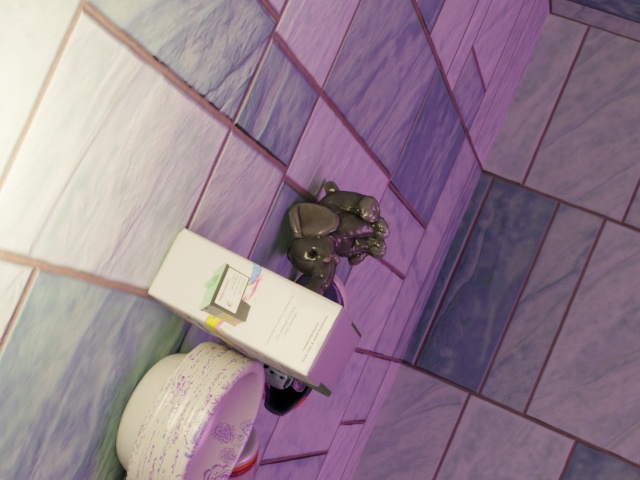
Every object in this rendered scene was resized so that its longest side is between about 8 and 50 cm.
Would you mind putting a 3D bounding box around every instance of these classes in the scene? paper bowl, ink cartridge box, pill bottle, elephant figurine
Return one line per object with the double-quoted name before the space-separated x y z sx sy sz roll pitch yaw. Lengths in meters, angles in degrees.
"paper bowl" -0.216 0.295 1.651 0.284 0.148 0.284 -57 160 -34
"ink cartridge box" -0.095 0.111 1.567 0.117 0.278 0.201 -61 163 -10
"pill bottle" -0.185 0.450 1.999 0.121 0.121 0.221 -50 157 -45
"elephant figurine" 0.000 0.000 1.968 0.239 0.186 0.169 -25 104 -30

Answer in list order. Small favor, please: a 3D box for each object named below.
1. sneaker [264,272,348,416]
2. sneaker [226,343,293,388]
"sneaker" -0.040 0.220 2.138 0.148 0.131 0.350 -51 157 -56
"sneaker" -0.097 0.173 1.861 0.094 0.151 0.256 -56 159 -30
